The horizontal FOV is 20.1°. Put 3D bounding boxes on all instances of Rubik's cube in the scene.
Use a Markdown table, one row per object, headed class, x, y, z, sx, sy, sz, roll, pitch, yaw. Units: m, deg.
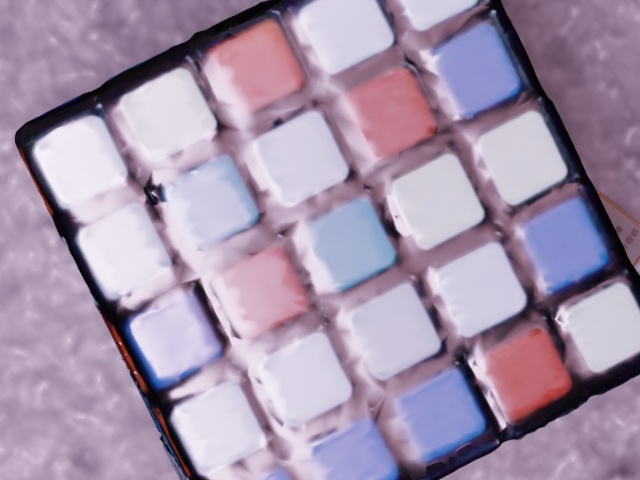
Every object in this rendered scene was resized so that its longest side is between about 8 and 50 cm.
| class | x | y | z | sx | sy | sz | roll | pitch | yaw |
| --- | --- | --- | --- | --- | --- | --- | --- | --- | --- |
| Rubik's cube | 0.000 | 0.000 | 0.711 | 0.184 | 0.187 | 0.182 | -26 | 95 | -8 |

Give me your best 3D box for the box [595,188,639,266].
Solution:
| class | x | y | z | sx | sy | sz | roll | pitch | yaw |
| --- | --- | --- | --- | --- | --- | --- | --- | --- | --- |
| box | 0.108 | -0.009 | 0.826 | 0.083 | 0.012 | 0.046 | 37 | 84 | -10 |
